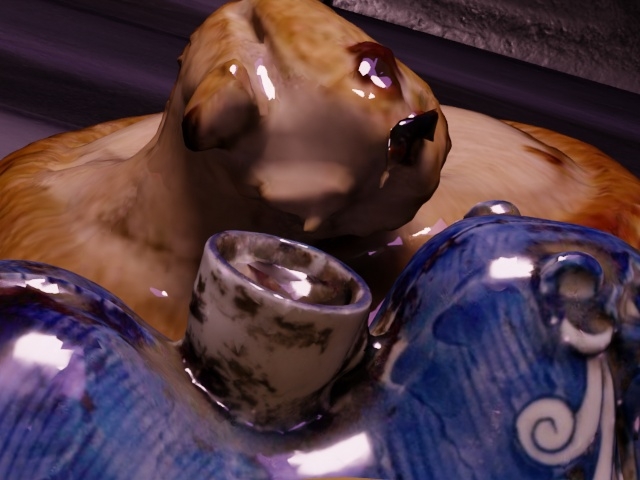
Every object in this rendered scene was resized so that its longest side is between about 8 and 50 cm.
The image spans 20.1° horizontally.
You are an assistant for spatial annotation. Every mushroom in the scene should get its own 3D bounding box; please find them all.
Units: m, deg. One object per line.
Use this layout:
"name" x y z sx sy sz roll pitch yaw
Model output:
"mushroom" 0.000 0.000 0.783 0.345 0.260 0.345 1 21 0

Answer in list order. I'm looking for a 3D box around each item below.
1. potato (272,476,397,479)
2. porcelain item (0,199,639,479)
"potato" 0.013 0.159 0.361 0.285 0.242 0.242 21 16 29
"porcelain item" -0.020 0.070 0.558 0.288 0.186 0.138 12 15 -15
